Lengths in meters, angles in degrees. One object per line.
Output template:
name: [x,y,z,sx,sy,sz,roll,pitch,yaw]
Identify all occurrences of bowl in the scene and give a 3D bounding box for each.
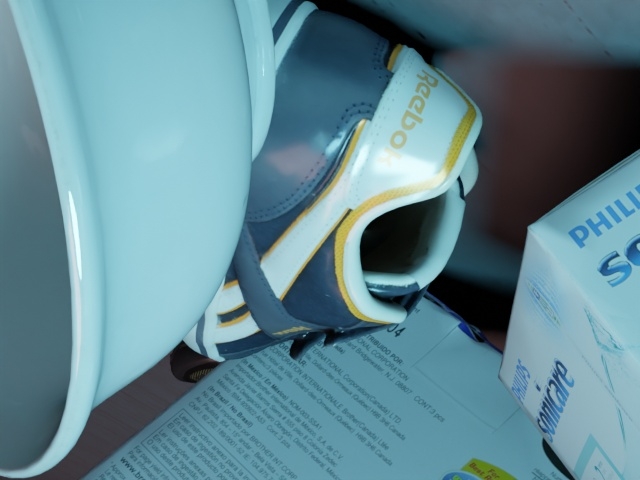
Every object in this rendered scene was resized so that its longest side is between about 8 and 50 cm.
bowl: [-0.111,-0.071,0.557,0.134,0.298,0.298,-20,-176,-33]

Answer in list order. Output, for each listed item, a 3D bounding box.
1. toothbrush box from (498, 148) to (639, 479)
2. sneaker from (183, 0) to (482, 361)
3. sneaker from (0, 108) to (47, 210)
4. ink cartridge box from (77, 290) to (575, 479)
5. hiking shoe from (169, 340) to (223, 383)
toothbrush box: [0.215,0.110,0.622,0.296,0.126,0.216,55,171,19]
sneaker: [0.000,0.000,0.746,0.127,0.126,0.321,23,160,4]
sneaker: [-0.196,-0.069,0.715,0.279,0.118,0.107,32,166,19]
ink cartridge box: [0.028,0.187,0.855,0.270,0.395,0.151,37,159,37]
hiking shoe: [-0.025,0.144,1.168,0.226,0.114,0.086,15,160,13]
